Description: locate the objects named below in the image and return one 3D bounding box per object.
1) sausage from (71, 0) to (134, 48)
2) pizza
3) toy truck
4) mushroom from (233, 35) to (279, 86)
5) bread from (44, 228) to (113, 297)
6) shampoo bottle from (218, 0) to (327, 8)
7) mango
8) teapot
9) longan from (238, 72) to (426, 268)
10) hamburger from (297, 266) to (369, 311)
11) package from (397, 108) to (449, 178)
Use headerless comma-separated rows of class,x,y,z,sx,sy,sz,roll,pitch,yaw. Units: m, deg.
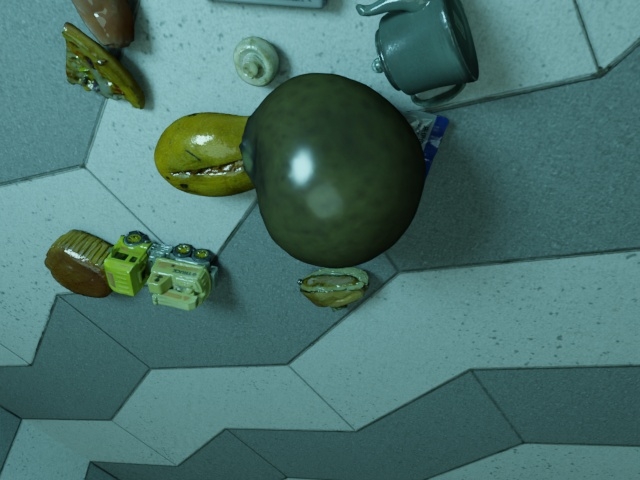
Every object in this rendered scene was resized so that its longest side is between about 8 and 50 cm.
sausage,-0.402,-0.518,0.631,0.094,0.094,0.419,29,142,43
pizza,-0.446,-0.327,0.789,0.176,0.036,0.185,8,154,20
toy truck,-0.406,0.089,1.046,0.272,0.157,0.124,14,128,2
mushroom,-0.115,-0.316,0.732,0.083,0.067,0.084,4,132,4
bread,-0.639,0.071,1.121,0.199,0.104,0.199,7,129,9
shampoo bottle,-0.101,-0.424,0.655,0.227,0.056,0.086,8,129,8
mango,-0.194,-0.172,0.824,0.294,0.120,0.177,-5,125,16
teapot,0.152,-0.293,0.647,0.149,0.162,0.239,-15,152,33
longan,0.020,-0.112,0.687,0.319,0.319,0.319,6,127,8
hamburger,0.037,0.121,1.020,0.176,0.087,0.102,-8,137,9
package,0.138,-0.181,0.800,0.173,0.027,0.171,17,129,6
